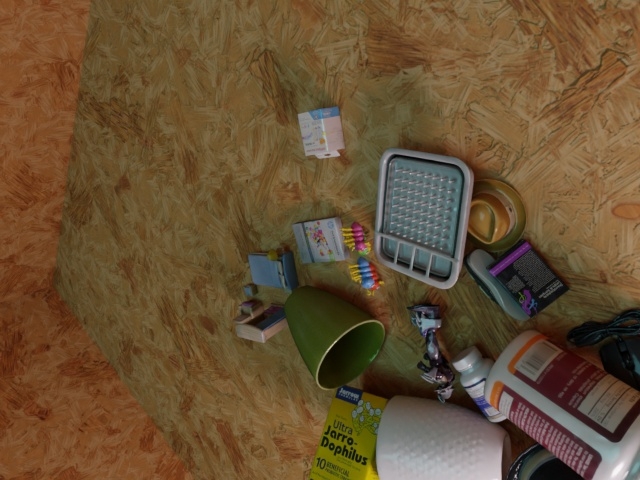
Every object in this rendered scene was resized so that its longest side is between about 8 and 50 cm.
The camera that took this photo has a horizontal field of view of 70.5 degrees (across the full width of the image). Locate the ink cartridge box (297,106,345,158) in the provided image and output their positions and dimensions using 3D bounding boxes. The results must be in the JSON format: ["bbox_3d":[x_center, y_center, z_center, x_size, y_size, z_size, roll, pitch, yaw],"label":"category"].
[{"bbox_3d":[0.006,-0.316,1.351,0.092,0.090,0.143,-1,106,38],"label":"ink cartridge box"}]

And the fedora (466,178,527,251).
[{"bbox_3d":[0.415,-0.055,1.139,0.194,0.079,0.194,15,117,33],"label":"fedora"}]

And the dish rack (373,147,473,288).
[{"bbox_3d":[0.269,-0.066,1.184,0.285,0.072,0.332,23,119,47],"label":"dish rack"}]

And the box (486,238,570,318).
[{"bbox_3d":[0.510,0.094,1.119,0.116,0.029,0.162,-41,82,12],"label":"box"}]

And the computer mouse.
[{"bbox_3d":[0.719,0.309,1.048,0.188,0.072,0.272,-35,85,40],"label":"computer mouse"}]

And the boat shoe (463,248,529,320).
[{"bbox_3d":[0.460,0.116,1.183,0.219,0.078,0.070,52,167,8],"label":"boat shoe"}]

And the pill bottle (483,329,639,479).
[{"bbox_3d":[0.594,0.395,1.014,0.392,0.224,0.224,35,127,43],"label":"pill bottle"}]

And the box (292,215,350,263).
[{"bbox_3d":[0.000,0.000,1.516,0.186,0.038,0.145,-6,103,38],"label":"box"}]

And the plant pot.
[{"bbox_3d":[0.013,0.283,1.494,0.293,0.275,0.274,41,130,39],"label":"plant pot"}]

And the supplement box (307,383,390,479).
[{"bbox_3d":[0.124,0.674,1.461,0.194,0.195,0.356,6,69,36],"label":"supplement box"}]

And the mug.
[{"bbox_3d":[0.368,0.660,1.311,0.328,0.276,0.374,-3,86,32],"label":"mug"}]

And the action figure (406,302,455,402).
[{"bbox_3d":[0.326,0.326,1.311,0.099,0.185,0.285,-13,83,13],"label":"action figure"}]

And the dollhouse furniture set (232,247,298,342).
[{"bbox_3d":[-0.251,0.178,1.677,0.286,0.198,0.303,3,109,37],"label":"dollhouse furniture set"}]

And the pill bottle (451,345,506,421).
[{"bbox_3d":[0.457,0.394,1.261,0.186,0.112,0.112,54,131,9],"label":"pill bottle"}]

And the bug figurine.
[{"bbox_3d":[0.127,0.055,1.336,0.072,0.279,0.216,-17,80,9],"label":"bug figurine"}]

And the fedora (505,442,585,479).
[{"bbox_3d":[0.632,0.658,1.119,0.334,0.152,0.334,0,106,1],"label":"fedora"}]
